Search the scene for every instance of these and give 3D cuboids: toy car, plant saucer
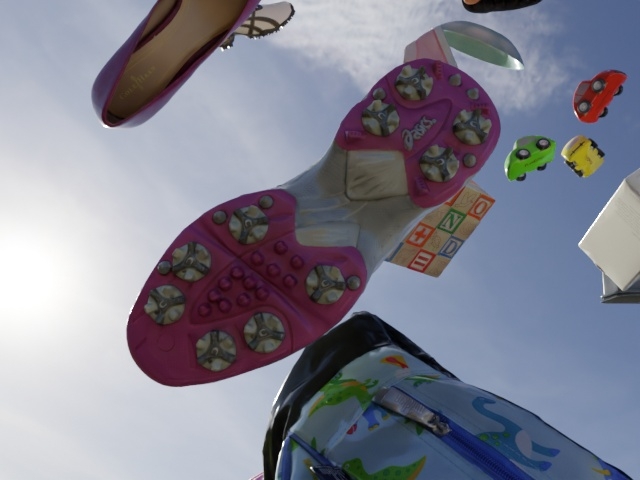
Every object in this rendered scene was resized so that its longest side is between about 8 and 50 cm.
[{"bbox_3d":[0.408,-0.175,1.174,0.053,0.225,0.239,56,-13,38],"label":"toy car"},{"bbox_3d":[0.302,-0.377,1.279,0.195,0.195,0.037,24,-80,0],"label":"plant saucer"}]

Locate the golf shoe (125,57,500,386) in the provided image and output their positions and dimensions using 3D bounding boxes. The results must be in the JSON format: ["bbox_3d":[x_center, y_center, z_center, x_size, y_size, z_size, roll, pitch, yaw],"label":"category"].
[{"bbox_3d":[0.000,0.000,0.500,0.115,0.306,0.140,51,-11,8],"label":"golf shoe"}]

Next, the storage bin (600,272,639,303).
[{"bbox_3d":[0.654,0.082,1.418,0.135,0.091,0.098,2,-17,-11],"label":"storage bin"}]

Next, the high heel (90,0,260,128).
[{"bbox_3d":[-0.172,-0.303,0.942,0.127,0.181,0.377,36,-75,-27],"label":"high heel"}]

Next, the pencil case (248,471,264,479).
[{"bbox_3d":[-0.053,0.342,0.916,0.209,0.095,0.098,-37,-107,19],"label":"pencil case"}]

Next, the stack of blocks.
[{"bbox_3d":[0.123,-0.058,1.085,0.297,0.087,0.171,17,-65,-40],"label":"stack of blocks"}]

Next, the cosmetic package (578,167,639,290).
[{"bbox_3d":[0.525,-0.022,1.108,0.117,0.086,0.231,53,-14,22],"label":"cosmetic package"}]

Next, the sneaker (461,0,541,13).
[{"bbox_3d":[0.222,-0.456,0.998,0.321,0.180,0.124,23,-5,-8],"label":"sneaker"}]

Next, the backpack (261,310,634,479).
[{"bbox_3d":[0.107,0.238,0.416,0.356,0.273,0.290,13,-58,42],"label":"backpack"}]

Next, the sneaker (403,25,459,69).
[{"bbox_3d":[0.152,-0.216,0.901,0.070,0.134,0.051,-22,-21,12],"label":"sneaker"}]

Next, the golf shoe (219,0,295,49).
[{"bbox_3d":[-0.141,-0.413,1.227,0.077,0.198,0.093,49,-22,51],"label":"golf shoe"}]
